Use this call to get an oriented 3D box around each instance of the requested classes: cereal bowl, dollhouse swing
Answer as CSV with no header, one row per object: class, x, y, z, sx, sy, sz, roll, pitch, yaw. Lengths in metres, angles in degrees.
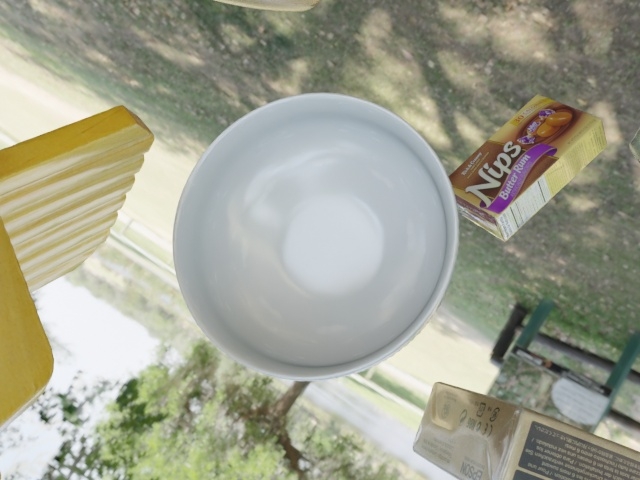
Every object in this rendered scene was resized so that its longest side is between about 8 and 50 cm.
cereal bowl,0.000,0.000,0.865,0.339,0.339,0.141,32,180,14
dollhouse swing,-0.269,0.091,0.657,0.315,0.304,0.347,61,139,17

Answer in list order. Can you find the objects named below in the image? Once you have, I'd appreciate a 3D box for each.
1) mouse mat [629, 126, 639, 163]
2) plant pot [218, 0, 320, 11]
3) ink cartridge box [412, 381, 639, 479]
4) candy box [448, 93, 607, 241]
mouse mat,0.568,-0.122,1.161,0.153,0.007,0.189,62,-174,17
plant pot,-0.097,-0.441,1.036,0.237,0.237,0.254,24,-173,41
ink cartridge box,0.220,0.219,0.692,0.193,0.088,0.234,23,171,-6
candy box,0.257,-0.096,0.902,0.109,0.186,0.053,41,169,47
